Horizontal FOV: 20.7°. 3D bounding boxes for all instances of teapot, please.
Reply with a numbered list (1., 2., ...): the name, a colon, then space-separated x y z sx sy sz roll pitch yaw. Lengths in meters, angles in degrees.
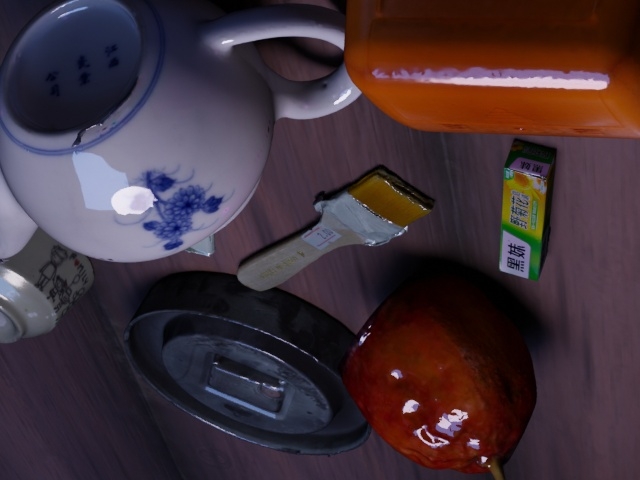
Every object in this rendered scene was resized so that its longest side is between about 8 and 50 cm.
1. teapot: -0.149 -0.094 1.572 0.424 0.252 0.280 -25 147 14

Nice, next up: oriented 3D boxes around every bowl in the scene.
1. bowl: -0.387 0.048 2.103 0.211 0.112 0.211 16 149 10

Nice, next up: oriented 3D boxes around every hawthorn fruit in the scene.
1. hawthorn fruit: 0.132 0.151 1.792 0.251 0.189 0.189 57 167 31

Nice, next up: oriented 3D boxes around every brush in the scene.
1. brush: 0.000 0.000 1.841 0.085 0.020 0.336 33 149 -17

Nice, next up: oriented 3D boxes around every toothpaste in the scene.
1. toothpaste: 0.194 -0.026 1.646 0.043 0.037 0.178 15 149 13

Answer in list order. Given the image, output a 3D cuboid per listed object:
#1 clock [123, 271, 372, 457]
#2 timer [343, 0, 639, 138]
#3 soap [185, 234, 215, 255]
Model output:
1. clock: -0.079 0.152 2.099 0.318 0.066 0.319 17 149 10
2. timer: 0.168 -0.154 1.360 0.257 0.161 0.250 4 165 24
3. soap: -0.151 -0.071 1.788 0.114 0.063 0.198 19 150 10
